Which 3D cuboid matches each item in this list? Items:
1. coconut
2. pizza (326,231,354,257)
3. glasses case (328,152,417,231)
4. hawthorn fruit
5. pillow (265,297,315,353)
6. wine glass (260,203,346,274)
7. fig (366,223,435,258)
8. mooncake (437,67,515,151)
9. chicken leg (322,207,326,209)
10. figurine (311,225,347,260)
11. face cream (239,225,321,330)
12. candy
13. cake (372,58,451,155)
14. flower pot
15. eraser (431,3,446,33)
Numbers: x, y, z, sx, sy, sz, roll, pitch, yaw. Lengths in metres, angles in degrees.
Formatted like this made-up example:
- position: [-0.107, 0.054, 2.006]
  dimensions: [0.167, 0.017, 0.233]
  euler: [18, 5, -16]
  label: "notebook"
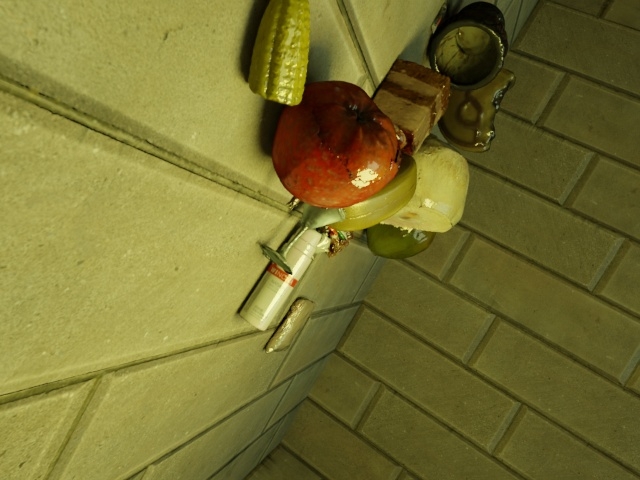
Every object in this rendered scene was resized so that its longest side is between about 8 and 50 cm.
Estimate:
- position: [0.385, -0.244, 1.682]
  dimensions: [0.404, 0.405, 0.404]
  euler: [-51, 161, -25]
  label: "coconut"
- position: [0.088, -0.008, 1.749]
  dimensions: [0.193, 0.069, 0.154]
  euler: [-62, 164, 6]
  label: "pizza"
- position: [0.171, -0.150, 1.401]
  dimensions: [0.371, 0.173, 0.141]
  euler: [-31, 133, -23]
  label: "glasses case"
- position: [0.009, -0.180, 0.947]
  dimensions: [0.307, 0.276, 0.276]
  euler: [-43, 174, 34]
  label: "hawthorn fruit"
- position: [-0.121, 0.356, 1.783]
  dimensions: [0.270, 0.067, 0.173]
  euler: [-57, 157, -7]
  label: "pillow"
- position: [-0.053, -0.027, 1.214]
  dimensions: [0.232, 0.156, 0.156]
  euler: [-49, 161, -16]
  label: "wine glass"
- position: [0.370, -0.065, 2.071]
  dimensions: [0.343, 0.343, 0.343]
  euler: [-51, 161, -25]
  label: "fig"
- position: [0.766, -0.625, 2.076]
  dimensions: [0.393, 0.394, 0.246]
  euler: [-22, 175, 25]
  label: "mooncake"
- position: [0.054, -0.211, 1.202]
  dimensions: [0.407, 0.096, 0.158]
  euler: [-62, 149, -61]
  label: "chicken leg"
- position: [0.000, 0.000, 1.462]
  dimensions: [0.154, 0.132, 0.132]
  euler: [-45, 162, -5]
  label: "figurine"
- position: [-0.114, 0.105, 1.317]
  dimensions: [0.345, 0.102, 0.102]
  euler: [-58, 163, -6]
  label: "face cream"
- position: [-0.064, -0.338, 0.732]
  dimensions: [0.106, 0.094, 0.198]
  euler: [-33, 142, -53]
  label: "candy"
- position: [0.267, -0.395, 1.383]
  dimensions: [0.293, 0.196, 0.198]
  euler: [-58, 165, -8]
  label: "cake"
- position: [0.553, -0.725, 1.574]
  dimensions: [0.266, 0.267, 0.267]
  euler: [99, 16, -50]
  label: "flower pot"
- position: [0.405, -0.757, 1.469]
  dimensions: [0.099, 0.019, 0.027]
  euler: [-60, 163, 5]
  label: "eraser"
